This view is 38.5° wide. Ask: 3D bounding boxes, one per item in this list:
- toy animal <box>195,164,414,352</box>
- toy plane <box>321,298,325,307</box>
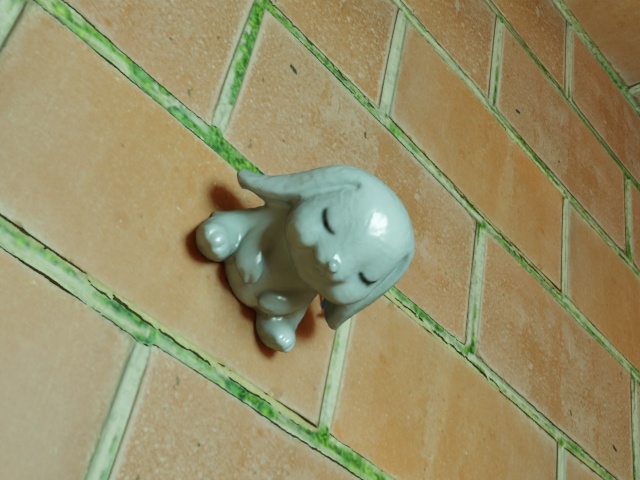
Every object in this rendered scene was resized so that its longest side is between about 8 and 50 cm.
[{"bbox_3d":[0.000,0.000,1.250,0.271,0.265,0.206,56,37,-13],"label":"toy animal"},{"bbox_3d":[0.012,0.032,1.418,0.054,0.062,0.167,10,76,-49],"label":"toy plane"}]
